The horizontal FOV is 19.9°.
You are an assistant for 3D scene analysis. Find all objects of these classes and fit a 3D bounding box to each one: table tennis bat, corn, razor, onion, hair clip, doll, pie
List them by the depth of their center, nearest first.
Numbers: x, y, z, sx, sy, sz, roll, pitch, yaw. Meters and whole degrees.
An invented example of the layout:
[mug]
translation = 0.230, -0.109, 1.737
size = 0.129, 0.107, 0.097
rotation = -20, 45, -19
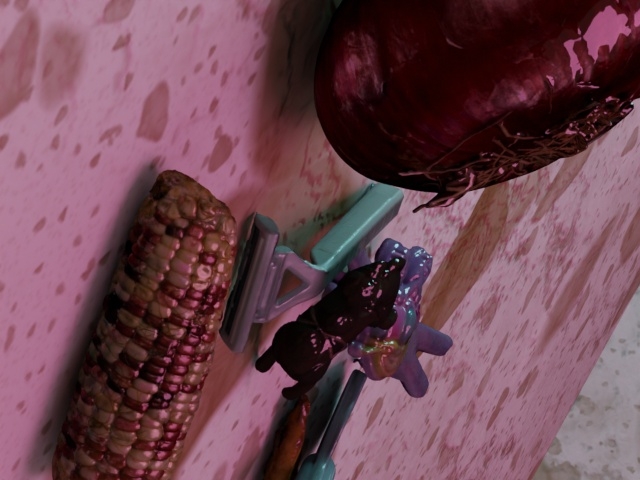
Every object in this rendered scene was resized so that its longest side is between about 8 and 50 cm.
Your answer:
[corn]
translation = -0.114, 0.074, 1.232
size = 0.086, 0.086, 0.253
rotation = -20, 132, -65
[onion]
translation = 0.134, -0.166, 1.338
size = 0.314, 0.232, 0.314
rotation = -24, 179, -1
[doll]
translation = 0.016, 0.064, 1.521
size = 0.139, 0.057, 0.165
rotation = -37, 170, -14
[razor]
translation = 0.010, 0.004, 1.526
size = 0.278, 0.056, 0.111
rotation = -31, 143, -58
[hair clip]
translation = 0.067, 0.072, 1.733
size = 0.137, 0.090, 0.278
rotation = -63, 163, -13
[pie]
translation = -0.037, 0.222, 1.754
size = 0.088, 0.033, 0.191
rotation = -46, 154, -68
[table tennis bat]
translation = 0.002, 0.213, 1.773
size = 0.237, 0.038, 0.149
rotation = -63, 177, -67
